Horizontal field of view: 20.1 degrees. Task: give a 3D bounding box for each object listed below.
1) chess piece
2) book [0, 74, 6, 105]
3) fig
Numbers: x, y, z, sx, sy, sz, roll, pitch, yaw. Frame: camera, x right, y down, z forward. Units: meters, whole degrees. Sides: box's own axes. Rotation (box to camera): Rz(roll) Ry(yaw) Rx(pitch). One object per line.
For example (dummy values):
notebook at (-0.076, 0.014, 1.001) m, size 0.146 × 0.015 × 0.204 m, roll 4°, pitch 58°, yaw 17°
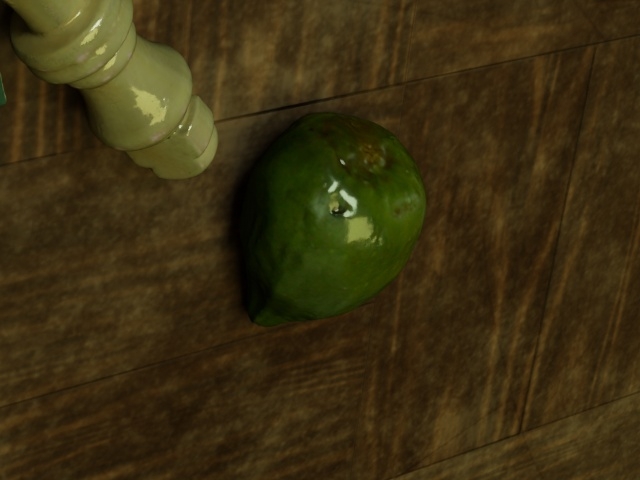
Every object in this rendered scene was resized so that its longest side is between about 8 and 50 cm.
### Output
chess piece at (-0.196, -0.172, 1.425) m, size 0.117 × 0.117 × 0.397 m, roll -47°, pitch 139°, yaw -4°
book at (-0.407, -0.098, 1.250) m, size 0.379 × 0.031 × 0.264 m, roll -24°, pitch 155°, yaw -15°
fig at (0.006, -0.002, 1.667) m, size 0.167 × 0.167 × 0.234 m, roll -1°, pitch 111°, yaw -39°
